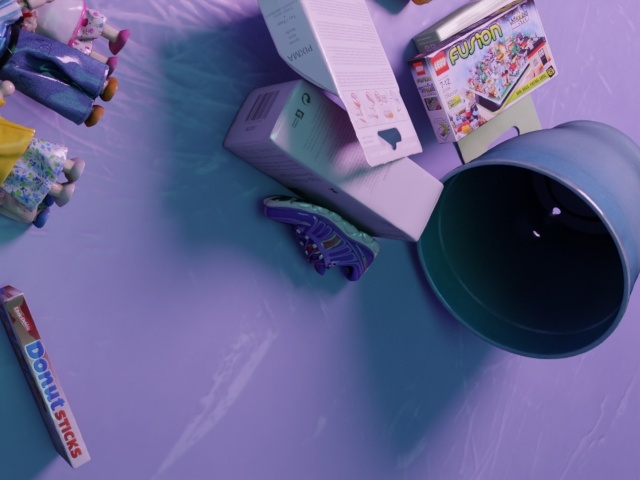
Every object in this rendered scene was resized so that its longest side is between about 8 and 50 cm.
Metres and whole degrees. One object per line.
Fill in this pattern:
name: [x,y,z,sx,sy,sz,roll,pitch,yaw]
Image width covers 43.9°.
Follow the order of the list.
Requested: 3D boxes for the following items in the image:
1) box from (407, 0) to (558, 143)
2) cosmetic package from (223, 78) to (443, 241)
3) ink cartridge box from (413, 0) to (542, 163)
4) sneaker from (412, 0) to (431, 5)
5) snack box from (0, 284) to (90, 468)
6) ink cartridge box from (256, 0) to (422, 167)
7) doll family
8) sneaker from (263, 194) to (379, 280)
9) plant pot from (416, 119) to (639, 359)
box: [0.211,-0.220,1.015,0.207,0.036,0.114,-34,110,-26]
cosmetic package: [0.017,-0.086,0.913,0.231,0.117,0.085,33,76,-29]
ink cartridge box: [0.240,-0.211,1.091,0.171,0.056,0.235,-37,111,-26]
sneaker: [0.124,-0.407,0.983,0.083,0.084,0.215,10,89,-29]
snack box: [-0.270,0.131,0.766,0.022,0.064,0.178,-25,107,-28]
ink cartridge box: [0.025,-0.186,0.873,0.181,0.056,0.225,-25,95,-62]
doll family: [-0.275,-0.132,0.698,0.163,0.118,0.263,24,87,-31]
sneaker: [0.000,0.000,0.938,0.170,0.068,0.071,31,82,-32]
plant pot: [0.304,-0.029,1.038,0.255,0.271,0.272,-39,114,-42]
